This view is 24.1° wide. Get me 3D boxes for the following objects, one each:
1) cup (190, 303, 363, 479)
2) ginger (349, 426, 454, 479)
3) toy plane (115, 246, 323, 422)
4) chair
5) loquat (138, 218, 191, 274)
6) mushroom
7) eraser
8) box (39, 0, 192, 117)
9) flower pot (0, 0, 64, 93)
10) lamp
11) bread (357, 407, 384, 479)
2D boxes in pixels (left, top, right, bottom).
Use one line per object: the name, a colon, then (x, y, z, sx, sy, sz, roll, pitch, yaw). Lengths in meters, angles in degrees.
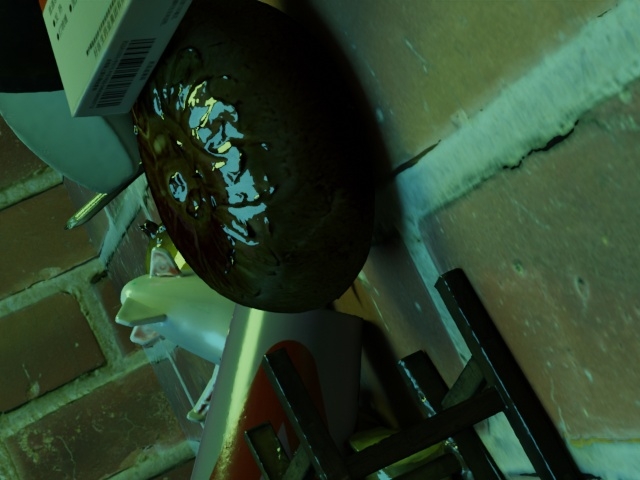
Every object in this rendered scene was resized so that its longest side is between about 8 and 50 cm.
cup: (-0.042, 0.211, 1.515, 0.203, 0.203, 0.288, 161, 118, -76)
ginger: (0.097, 0.311, 1.485, 0.116, 0.109, 0.263, -39, -62, -69)
toy plane: (-0.099, 0.094, 1.652, 0.118, 0.252, 0.252, -76, -31, -64)
chair: (0.117, 0.270, 1.204, 0.416, 0.203, 0.240, 62, 162, 18)
loquat: (-0.125, 0.039, 1.788, 0.204, 0.149, 0.172, 54, 169, -20)
mushroom: (-0.066, -0.073, 1.318, 0.278, 0.163, 0.297, -174, 64, -73)
eraser: (-0.276, -0.203, 1.724, 0.189, 0.104, 0.290, 49, -158, -29)
box: (-0.151, -0.278, 1.182, 0.353, 0.069, 0.214, -47, 56, 52)
flower pot: (-0.322, -0.344, 1.559, 0.379, 0.379, 0.251, 52, 140, 42)
lamp: (-0.325, -0.142, 2.127, 0.283, 0.203, 0.124, 50, 180, 34)
bread: (0.043, 0.269, 1.658, 0.213, 0.105, 0.213, 69, 165, 0)
